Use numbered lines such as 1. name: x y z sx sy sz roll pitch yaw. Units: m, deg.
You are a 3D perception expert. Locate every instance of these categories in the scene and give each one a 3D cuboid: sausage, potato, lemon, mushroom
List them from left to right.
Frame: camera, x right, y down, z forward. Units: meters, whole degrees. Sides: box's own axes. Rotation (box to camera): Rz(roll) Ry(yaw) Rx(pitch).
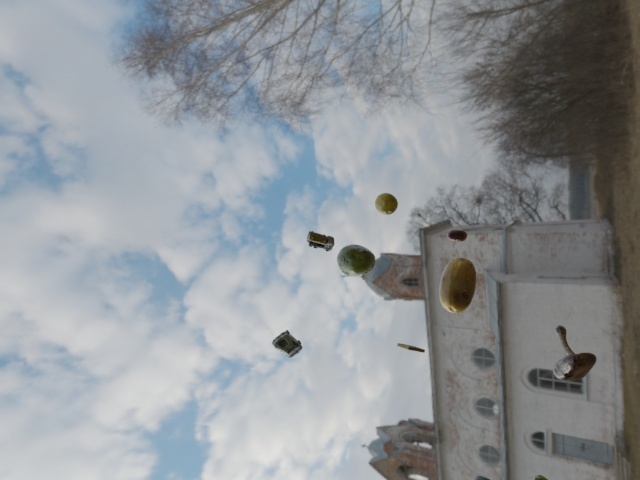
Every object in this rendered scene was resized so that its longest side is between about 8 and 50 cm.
1. potato: 0.171 0.092 1.925 0.253 0.186 0.149 -133 35 -84
2. lemon: 0.329 -0.185 2.017 0.108 0.133 0.109 -19 -49 -23
3. sausage: 0.676 -0.024 1.986 0.054 0.094 0.059 -20 -68 -60
4. potato: 0.576 0.188 1.688 0.146 0.150 0.234 24 -99 -86
5. mushroom: 1.089 0.489 1.772 0.227 0.147 0.218 94 176 -47

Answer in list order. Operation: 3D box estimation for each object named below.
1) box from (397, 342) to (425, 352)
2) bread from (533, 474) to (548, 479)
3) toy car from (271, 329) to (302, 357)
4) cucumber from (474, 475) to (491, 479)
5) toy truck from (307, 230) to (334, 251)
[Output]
1. box: 0.533 0.630 2.358 0.155 0.086 0.024 20 -102 -36
2. bread: 0.863 0.990 1.563 0.139 0.071 0.130 52 -131 -34
3. toy car: -0.149 0.491 1.875 0.095 0.056 0.205 -40 -46 -4
4. cucumber: 0.511 0.925 1.367 0.244 0.063 0.115 -51 -5 -22
5. toy truck: 0.000 0.000 1.670 0.123 0.063 0.052 15 -130 -20
